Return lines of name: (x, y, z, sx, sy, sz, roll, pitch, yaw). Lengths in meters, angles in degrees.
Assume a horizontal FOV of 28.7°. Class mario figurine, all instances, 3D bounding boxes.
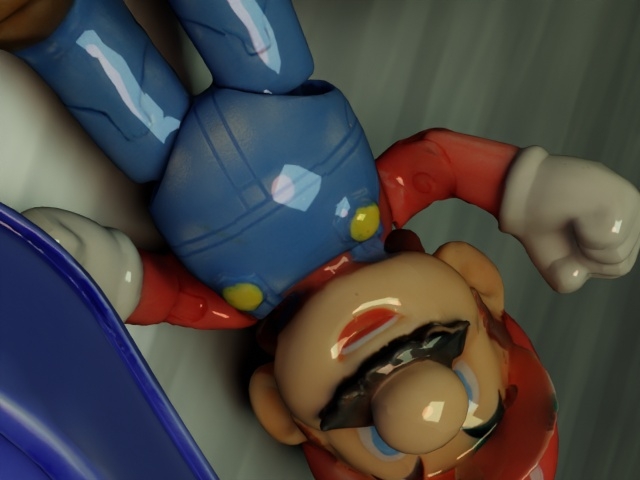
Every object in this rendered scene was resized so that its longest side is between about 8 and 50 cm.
mario figurine: (0.000, 0.000, 0.488, 0.320, 0.198, 0.170, 54, 40, -18)

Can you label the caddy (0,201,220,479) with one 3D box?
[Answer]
caddy: (-0.145, 0.138, 0.418, 0.241, 0.179, 0.341, -29, 110, -2)
